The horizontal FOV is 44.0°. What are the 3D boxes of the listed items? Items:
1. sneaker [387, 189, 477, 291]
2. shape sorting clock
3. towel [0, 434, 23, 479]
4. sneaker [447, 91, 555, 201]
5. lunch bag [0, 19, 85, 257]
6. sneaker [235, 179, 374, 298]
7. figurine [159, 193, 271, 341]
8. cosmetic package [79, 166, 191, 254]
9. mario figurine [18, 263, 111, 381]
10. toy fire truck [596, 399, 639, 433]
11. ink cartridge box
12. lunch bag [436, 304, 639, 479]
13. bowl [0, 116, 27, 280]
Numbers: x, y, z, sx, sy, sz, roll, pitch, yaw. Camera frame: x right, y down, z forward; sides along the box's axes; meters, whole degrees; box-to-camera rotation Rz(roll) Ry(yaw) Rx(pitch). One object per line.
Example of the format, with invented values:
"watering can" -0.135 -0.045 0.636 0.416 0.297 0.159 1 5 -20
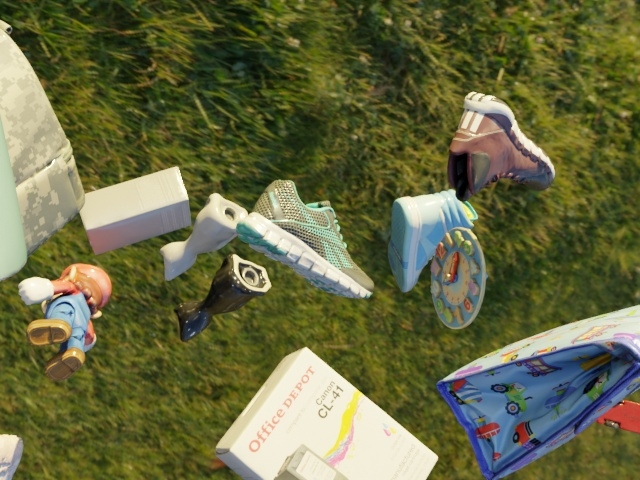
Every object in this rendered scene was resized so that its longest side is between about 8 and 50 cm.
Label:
"sneaker" 0.281 0.002 1.952 0.208 0.127 0.319 -15 145 -11
"shape sorting clock" 0.274 0.076 1.604 0.040 0.206 0.206 6 108 -17
"towel" -0.728 0.531 1.515 0.332 0.053 0.317 40 65 -70
"sneaker" 0.298 -0.121 1.384 0.281 0.106 0.163 36 80 -41
"lunch bag" -0.456 -0.093 0.935 0.305 0.212 0.256 -46 146 -38
"sneaker" 0.000 0.000 0.768 0.166 0.065 0.076 36 73 -34
"figurine" -0.215 0.054 1.469 0.209 0.215 0.092 -36 149 29
"cosmetic package" -0.420 -0.066 1.796 0.237 0.107 0.127 -15 155 -15
"mario figurine" -0.539 0.162 1.633 0.170 0.320 0.198 15 109 -12
"toy fire truck" 0.516 0.276 1.205 0.135 0.191 0.047 29 72 -70
"ink cartridge box" 0.010 0.366 1.346 0.306 0.131 0.226 40 66 -5
"lunch bag" 0.322 0.141 0.923 0.220 0.138 0.293 -12 158 -41
"bowl" -0.387 -0.081 0.632 0.311 0.311 0.163 4 103 -37
